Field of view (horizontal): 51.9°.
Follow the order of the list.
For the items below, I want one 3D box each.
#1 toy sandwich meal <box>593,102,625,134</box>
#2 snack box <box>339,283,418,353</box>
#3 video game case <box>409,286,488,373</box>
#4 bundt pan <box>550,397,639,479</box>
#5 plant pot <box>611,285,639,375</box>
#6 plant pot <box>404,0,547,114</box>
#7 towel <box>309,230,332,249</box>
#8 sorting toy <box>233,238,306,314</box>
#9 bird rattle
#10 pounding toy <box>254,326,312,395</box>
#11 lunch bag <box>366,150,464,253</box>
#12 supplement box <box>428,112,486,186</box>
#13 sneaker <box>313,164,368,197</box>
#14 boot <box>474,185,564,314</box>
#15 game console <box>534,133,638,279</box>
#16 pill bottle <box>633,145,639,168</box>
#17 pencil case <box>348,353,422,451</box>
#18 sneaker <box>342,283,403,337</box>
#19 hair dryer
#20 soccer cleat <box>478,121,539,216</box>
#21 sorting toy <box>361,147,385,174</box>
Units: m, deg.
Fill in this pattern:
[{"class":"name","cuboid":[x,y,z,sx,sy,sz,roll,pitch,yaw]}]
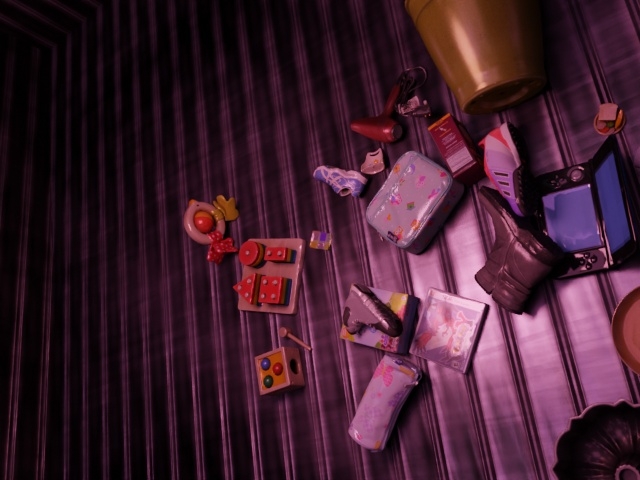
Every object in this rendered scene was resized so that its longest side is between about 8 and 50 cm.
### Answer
[{"class":"toy sandwich meal","cuboid":[0.745,-0.314,1.697,0.086,0.029,0.085,-11,71,35]},{"class":"snack box","cuboid":[0.173,0.232,1.962,0.207,0.070,0.174,7,83,40]},{"class":"video game case","cuboid":[0.357,0.249,1.846,0.183,0.023,0.201,16,88,39]},{"class":"bundt pan","cuboid":[0.692,0.519,1.451,0.331,0.124,0.330,-10,72,35]},{"class":"plant pot","cuboid":[0.795,0.209,1.506,0.236,0.032,0.236,-7,78,39]},{"class":"plant pot","cuboid":[0.458,-0.552,1.812,0.366,0.366,0.353,-21,78,32]},{"class":"towel","cuboid":[0.000,0.000,2.196,0.083,0.009,0.060,11,84,39]},{"class":"sorting toy","cuboid":[-0.190,0.115,2.259,0.255,0.089,0.257,0,78,37]},{"class":"bird rattle","cuboid":[-0.409,-0.046,2.411,0.143,0.207,0.253,-21,55,52]},{"class":"pounding toy","cuboid":[-0.122,0.379,2.132,0.181,0.094,0.206,-25,64,30]},{"class":"lunch bag","cuboid":[0.269,-0.114,1.957,0.224,0.108,0.279,43,105,37]},{"class":"supplement box","cuboid":[0.400,-0.261,1.899,0.081,0.104,0.188,-36,59,25]},{"class":"sneaker","cuboid":[0.055,-0.195,2.161,0.211,0.080,0.081,14,83,40]},{"class":"boot","cuboid":[0.475,0.020,1.761,0.222,0.118,0.338,-60,34,29]},{"class":"game console","cuboid":[0.642,-0.075,1.620,0.250,0.173,0.293,-15,68,33]},{"class":"pill bottle","cuboid":[0.838,-0.180,1.548,0.169,0.094,0.094,29,96,38]},{"class":"pencil case","cuboid":[0.184,0.458,1.865,0.124,0.113,0.273,29,96,24]},{"class":"sneaker","cuboid":[0.139,0.238,1.897,0.132,0.086,0.228,-58,42,16]},{"class":"hair dryer","cuboid":[0.229,-0.412,2.111,0.294,0.080,0.223,-24,48,24]},{"class":"soccer cleat","cuboid":[0.504,-0.178,1.775,0.116,0.109,0.318,-30,45,34]},{"class":"sorting toy","cuboid":[0.175,-0.258,2.115,0.083,0.045,0.075,-18,60,33]}]
